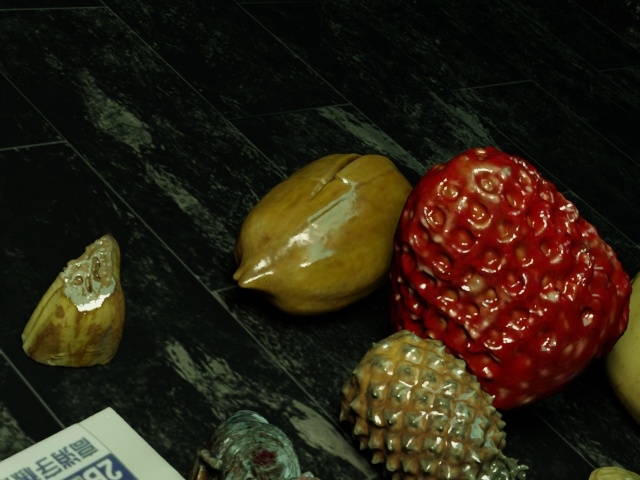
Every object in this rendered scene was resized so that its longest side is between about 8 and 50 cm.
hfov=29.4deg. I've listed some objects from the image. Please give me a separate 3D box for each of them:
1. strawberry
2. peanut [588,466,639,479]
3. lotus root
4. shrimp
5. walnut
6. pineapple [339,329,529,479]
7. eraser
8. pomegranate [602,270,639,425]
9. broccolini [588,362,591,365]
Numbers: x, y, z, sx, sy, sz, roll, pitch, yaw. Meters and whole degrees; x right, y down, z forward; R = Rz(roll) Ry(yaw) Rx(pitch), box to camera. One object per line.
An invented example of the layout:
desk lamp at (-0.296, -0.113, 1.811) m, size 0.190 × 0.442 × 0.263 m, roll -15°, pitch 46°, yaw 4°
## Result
strawberry at (0.230, 0.044, 1.560) m, size 0.317 × 0.345 × 0.295 m, roll -14°, pitch 47°, yaw 11°
peanut at (0.413, 0.364, 1.546) m, size 0.093 × 0.083 × 0.194 m, roll -36°, pitch 58°, yaw -19°
lotus root at (-0.263, 0.078, 1.397) m, size 0.095 × 0.135 × 0.159 m, roll 33°, pitch 44°, yaw 6°
shrimp at (-0.048, 0.257, 1.174) m, size 0.172 × 0.137 × 0.372 m, roll 21°, pitch 8°, yaw -12°
walnut at (0.000, 0.000, 1.645) m, size 0.209 × 0.209 × 0.336 m, roll 40°, pitch 42°, yaw 19°
pineapple at (0.178, 0.265, 1.420) m, size 0.361 × 0.175 × 0.175 m, roll 43°, pitch 33°, yaw 24°
eraser at (-0.244, 0.252, 1.190) m, size 0.124 × 0.068 × 0.210 m, roll 39°, pitch 31°, yaw 18°
pomegranate at (0.572, 0.166, 1.770) m, size 0.319 × 0.319 × 0.319 m, roll 21°, pitch 31°, yaw -13°
broccolini at (0.326, 0.129, 1.859) m, size 0.203 × 0.091 × 0.068 m, roll 42°, pitch -3°, yaw -13°
